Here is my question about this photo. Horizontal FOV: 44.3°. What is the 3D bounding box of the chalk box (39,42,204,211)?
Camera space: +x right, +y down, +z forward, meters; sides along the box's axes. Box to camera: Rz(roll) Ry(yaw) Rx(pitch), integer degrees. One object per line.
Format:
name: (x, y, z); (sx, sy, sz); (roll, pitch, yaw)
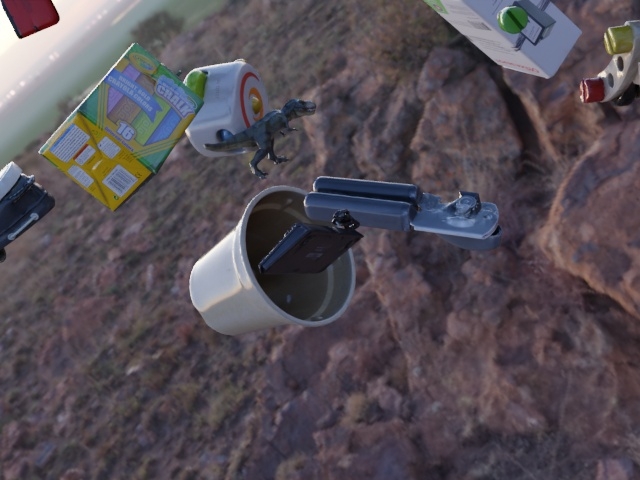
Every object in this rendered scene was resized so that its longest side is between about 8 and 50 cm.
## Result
chalk box: (-0.266, -0.175, 1.109); (0.132, 0.132, 0.213); (-32, 26, 43)

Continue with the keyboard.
keyboard: (0.000, 0.000, 0.932); (0.108, 0.023, 0.180); (-41, -15, 16)

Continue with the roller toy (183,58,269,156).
roller toy: (-0.192, -0.278, 1.670); (0.146, 0.191, 0.209); (-5, 18, 19)

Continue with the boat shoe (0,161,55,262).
boat shoe: (-0.531, 0.005, 1.226); (0.302, 0.091, 0.114); (-36, 27, 29)

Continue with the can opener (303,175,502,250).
can opener: (0.119, -0.029, 1.139); (0.283, 0.095, 0.076); (8, 45, 22)

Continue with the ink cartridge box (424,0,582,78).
ink cartridge box: (0.356, -0.457, 1.581); (0.115, 0.272, 0.198); (-57, 29, 6)

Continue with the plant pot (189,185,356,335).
plant pot: (-0.140, 0.080, 1.866); (0.305, 0.334, 0.334); (-26, 27, 43)

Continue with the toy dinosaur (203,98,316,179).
toy dinosaur: (-0.116, -0.198, 1.605); (0.268, 0.118, 0.064); (-32, 30, -30)

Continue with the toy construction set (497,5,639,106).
toy construction set: (0.382, -0.283, 0.975); (0.237, 0.308, 0.258); (-100, 25, -67)

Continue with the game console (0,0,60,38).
game console: (-0.494, -0.414, 1.295); (0.124, 0.144, 0.085); (-16, 23, 18)
